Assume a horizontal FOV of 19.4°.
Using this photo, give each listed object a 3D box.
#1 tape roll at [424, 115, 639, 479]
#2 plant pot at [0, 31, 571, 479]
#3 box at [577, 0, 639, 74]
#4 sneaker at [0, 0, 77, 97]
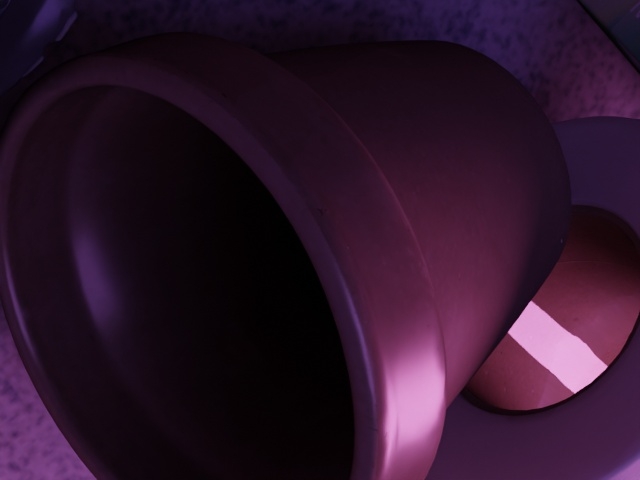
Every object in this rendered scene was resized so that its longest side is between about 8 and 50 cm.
[{"bbox_3d":[0.164,0.074,1.063,0.246,0.246,0.169,-51,132,0],"label":"tape roll"},{"bbox_3d":[0.000,0.000,0.939,0.229,0.263,0.263,-30,130,-41],"label":"plant pot"},{"bbox_3d":[0.276,-0.023,1.030,0.058,0.322,0.232,-43,132,8],"label":"box"},{"bbox_3d":[-0.209,-0.063,0.853,0.106,0.101,0.267,33,91,-23],"label":"sneaker"}]
